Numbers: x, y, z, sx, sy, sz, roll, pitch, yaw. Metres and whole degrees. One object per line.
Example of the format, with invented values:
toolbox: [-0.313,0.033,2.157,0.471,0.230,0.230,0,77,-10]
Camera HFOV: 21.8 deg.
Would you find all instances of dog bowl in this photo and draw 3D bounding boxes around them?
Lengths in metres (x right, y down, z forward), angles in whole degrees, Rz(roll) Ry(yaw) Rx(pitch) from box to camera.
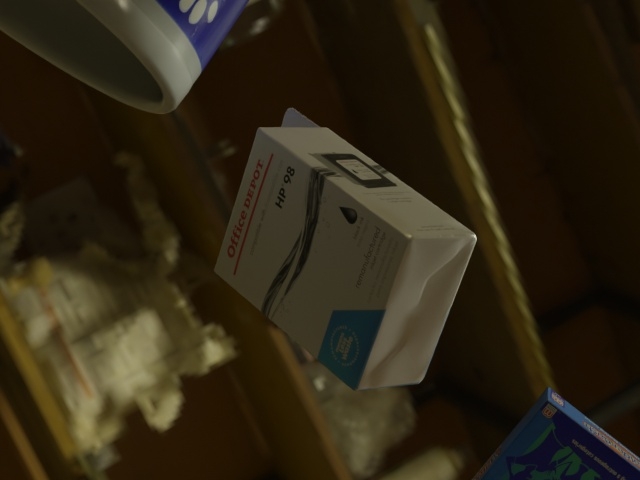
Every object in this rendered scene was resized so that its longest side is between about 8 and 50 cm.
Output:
dog bowl: [-0.166,-0.193,0.979,0.265,0.104,0.265,33,-8,6]

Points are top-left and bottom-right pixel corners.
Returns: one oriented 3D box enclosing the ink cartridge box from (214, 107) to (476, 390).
ink cartridge box: [0.000,0.000,1.009,0.180,0.060,0.104,37,-61,39]

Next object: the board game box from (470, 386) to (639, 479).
board game box: [0.202,0.263,1.499,0.160,0.210,0.047,37,14,1]
